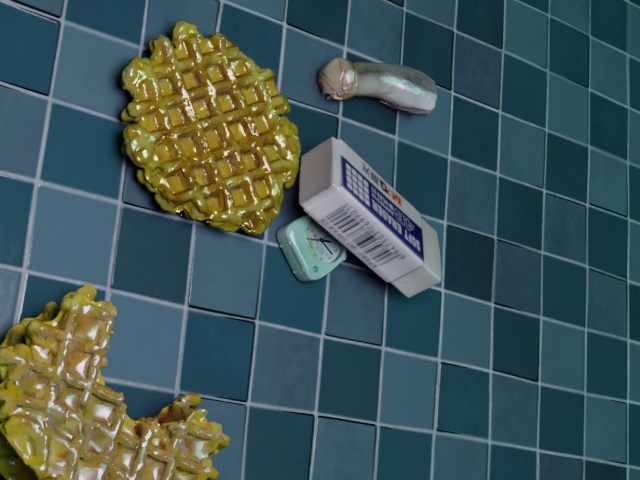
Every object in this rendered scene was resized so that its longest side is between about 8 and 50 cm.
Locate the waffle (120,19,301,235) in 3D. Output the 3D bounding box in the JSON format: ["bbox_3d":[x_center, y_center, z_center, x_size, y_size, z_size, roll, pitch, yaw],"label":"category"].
[{"bbox_3d":[-0.166,-0.164,1.671,0.325,0.068,0.302,29,64,-27],"label":"waffle"}]

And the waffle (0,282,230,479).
[{"bbox_3d":[-0.291,0.233,1.439,0.324,0.151,0.261,47,61,-15],"label":"waffle"}]

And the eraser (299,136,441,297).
[{"bbox_3d":[0.082,-0.033,1.776,0.279,0.081,0.124,41,32,-32],"label":"eraser"}]

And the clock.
[{"bbox_3d":[0.000,0.000,1.774,0.135,0.041,0.101,-31,98,-38],"label":"clock"}]

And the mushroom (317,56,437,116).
[{"bbox_3d":[0.098,-0.264,1.883,0.223,0.081,0.092,9,55,-32],"label":"mushroom"}]
